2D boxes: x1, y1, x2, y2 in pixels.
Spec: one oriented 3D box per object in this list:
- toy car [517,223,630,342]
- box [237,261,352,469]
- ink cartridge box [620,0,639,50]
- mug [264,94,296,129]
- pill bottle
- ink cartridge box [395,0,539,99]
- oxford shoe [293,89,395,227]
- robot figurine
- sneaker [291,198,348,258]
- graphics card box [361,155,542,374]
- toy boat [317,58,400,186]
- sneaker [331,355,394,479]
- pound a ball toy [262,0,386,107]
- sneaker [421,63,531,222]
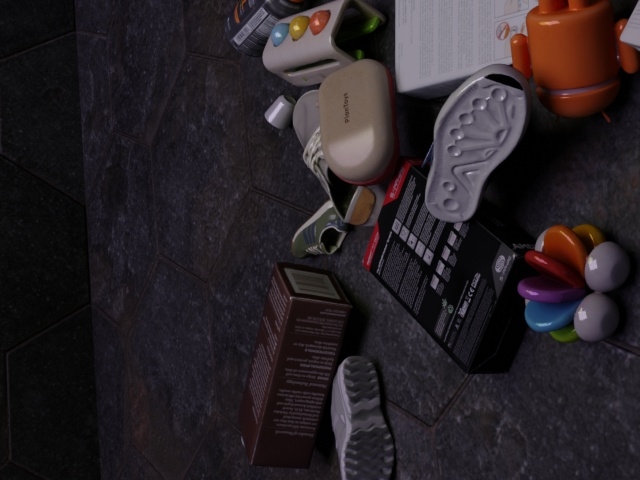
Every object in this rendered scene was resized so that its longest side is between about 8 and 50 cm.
[{"bbox_3d":[0.356,0.063,1.546,0.159,0.136,0.182,24,107,56],"label":"toy car"},{"bbox_3d":[-0.059,0.259,2.159,0.191,0.143,0.381,-120,43,-65],"label":"box"},{"bbox_3d":[0.517,-0.370,1.245,0.207,0.119,0.353,-102,35,-74],"label":"ink cartridge box"},{"bbox_3d":[-0.088,-0.300,2.372,0.064,0.062,0.078,-55,50,29],"label":"mug"},{"bbox_3d":[-0.107,-0.526,2.356,0.245,0.130,0.130,-34,59,51],"label":"pill bottle"},{"bbox_3d":[0.284,-0.424,1.779,0.385,0.091,0.308,-4,83,50],"label":"ink cartridge box"},{"bbox_3d":[0.032,-0.175,2.103,0.449,0.130,0.169,57,136,46],"label":"oxford shoe"},{"bbox_3d":[0.369,-0.275,1.531,0.128,0.158,0.219,-120,14,-66],"label":"robot figurine"},{"bbox_3d":[0.000,0.000,2.192,0.192,0.064,0.086,-49,42,40],"label":"sneaker"},{"bbox_3d":[0.224,0.034,1.803,0.371,0.094,0.233,47,126,51],"label":"graphics card box"},{"bbox_3d":[0.090,-0.206,1.919,0.151,0.151,0.231,-18,64,33],"label":"toy boat"},{"bbox_3d":[0.076,0.372,2.032,0.115,0.105,0.281,130,142,-64],"label":"sneaker"},{"bbox_3d":[-0.008,-0.376,2.115,0.319,0.136,0.208,2,67,59],"label":"pound a ball toy"},{"bbox_3d":[0.257,-0.204,1.652,0.323,0.130,0.236,106,-174,-49],"label":"sneaker"}]
